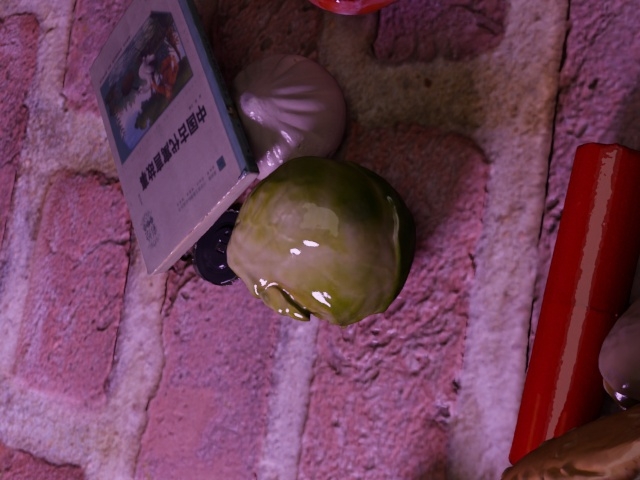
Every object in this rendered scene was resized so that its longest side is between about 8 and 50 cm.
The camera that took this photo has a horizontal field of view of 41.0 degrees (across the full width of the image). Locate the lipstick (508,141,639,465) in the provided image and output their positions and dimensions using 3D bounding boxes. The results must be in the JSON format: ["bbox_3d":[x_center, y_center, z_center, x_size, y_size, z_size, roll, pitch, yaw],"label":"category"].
[{"bbox_3d":[0.218,0.061,0.712,0.073,0.073,0.280,13,87,27],"label":"lipstick"}]

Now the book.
[{"bbox_3d":[-0.168,-0.134,0.917,0.215,0.025,0.283,-42,61,41],"label":"book"}]

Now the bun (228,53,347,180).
[{"bbox_3d":[-0.049,-0.129,0.864,0.138,0.094,0.138,-7,76,28],"label":"bun"}]

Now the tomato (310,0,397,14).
[{"bbox_3d":[0.053,-0.324,0.846,0.227,0.101,0.228,-3,80,17],"label":"tomato"}]

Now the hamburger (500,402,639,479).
[{"bbox_3d":[0.252,0.187,0.571,0.283,0.259,0.145,-26,43,14],"label":"hamburger"}]

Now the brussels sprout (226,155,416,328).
[{"bbox_3d":[0.002,-0.007,0.801,0.183,0.131,0.146,23,113,27],"label":"brussels sprout"}]

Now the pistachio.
[{"bbox_3d":[0.283,0.079,0.649,0.149,0.113,0.113,-23,70,-1],"label":"pistachio"}]

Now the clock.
[{"bbox_3d":[-0.103,0.007,0.911,0.074,0.010,0.083,23,92,28],"label":"clock"}]
